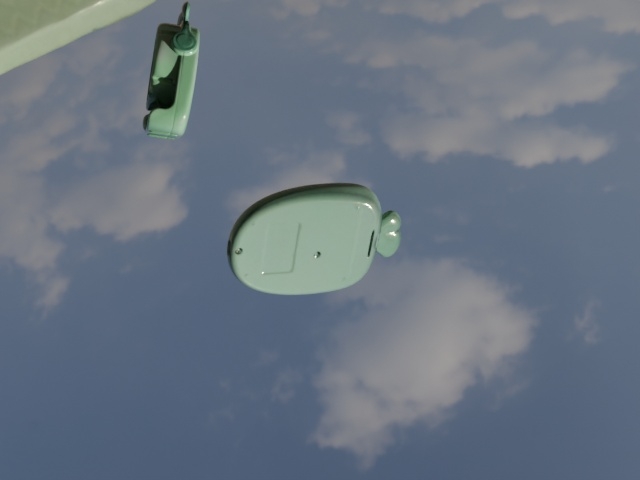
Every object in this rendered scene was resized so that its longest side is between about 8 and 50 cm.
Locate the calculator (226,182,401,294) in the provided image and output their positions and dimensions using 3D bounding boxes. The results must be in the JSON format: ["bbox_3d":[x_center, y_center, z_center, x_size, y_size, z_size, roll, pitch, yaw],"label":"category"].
[{"bbox_3d":[0.000,0.000,0.616,0.153,0.095,0.021,-3,-150,-25],"label":"calculator"}]

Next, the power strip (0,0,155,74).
[{"bbox_3d":[-0.169,-0.167,0.408,0.224,0.139,0.140,-31,-158,-15],"label":"power strip"}]

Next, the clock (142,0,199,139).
[{"bbox_3d":[-0.210,-0.239,1.111,0.060,0.189,0.148,8,179,-14],"label":"clock"}]
